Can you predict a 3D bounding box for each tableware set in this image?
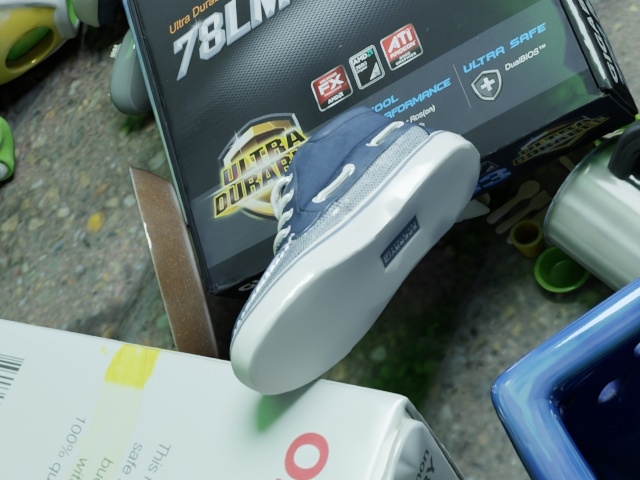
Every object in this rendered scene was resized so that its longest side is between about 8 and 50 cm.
[{"bbox_3d":[0.192,-0.034,0.716,0.154,0.024,0.104,-37,50,-1],"label":"tableware set"}]

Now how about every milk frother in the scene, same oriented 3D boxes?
[{"bbox_3d":[0.236,-0.015,0.635,0.143,0.129,0.134,-15,47,-42],"label":"milk frother"}]

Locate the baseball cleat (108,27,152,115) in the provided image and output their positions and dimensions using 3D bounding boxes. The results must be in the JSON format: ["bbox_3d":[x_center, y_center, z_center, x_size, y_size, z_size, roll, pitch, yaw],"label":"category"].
[{"bbox_3d":[-0.097,-0.187,0.931,0.109,0.072,0.206,22,70,36],"label":"baseball cleat"}]

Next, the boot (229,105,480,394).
[{"bbox_3d":[0.000,0.000,0.583,0.086,0.069,0.190,24,54,35],"label":"boot"}]

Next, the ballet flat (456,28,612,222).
[{"bbox_3d":[0.110,-0.064,0.729,0.221,0.079,0.077,-41,46,20],"label":"ballet flat"}]

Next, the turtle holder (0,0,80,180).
[{"bbox_3d":[-0.342,-0.234,0.977,0.227,0.243,0.320,1,50,-5],"label":"turtle holder"}]

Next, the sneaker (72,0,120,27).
[{"bbox_3d":[-0.106,-0.309,0.924,0.350,0.148,0.131,-53,26,41],"label":"sneaker"}]

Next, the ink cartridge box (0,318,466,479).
[{"bbox_3d":[-0.135,0.212,0.618,0.384,0.160,0.279,7,61,30],"label":"ink cartridge box"}]

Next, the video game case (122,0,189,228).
[{"bbox_3d":[-0.007,-0.161,0.830,0.269,0.061,0.244,-21,71,11],"label":"video game case"}]

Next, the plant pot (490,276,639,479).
[{"bbox_3d":[0.232,0.110,0.449,0.236,0.212,0.236,-33,69,3],"label":"plant pot"}]

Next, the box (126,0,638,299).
[{"bbox_3d":[0.015,-0.148,0.711,0.295,0.073,0.294,-27,71,26],"label":"box"}]

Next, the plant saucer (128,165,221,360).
[{"bbox_3d":[-0.097,0.028,0.731,0.029,0.168,0.168,-16,50,-9],"label":"plant saucer"}]
